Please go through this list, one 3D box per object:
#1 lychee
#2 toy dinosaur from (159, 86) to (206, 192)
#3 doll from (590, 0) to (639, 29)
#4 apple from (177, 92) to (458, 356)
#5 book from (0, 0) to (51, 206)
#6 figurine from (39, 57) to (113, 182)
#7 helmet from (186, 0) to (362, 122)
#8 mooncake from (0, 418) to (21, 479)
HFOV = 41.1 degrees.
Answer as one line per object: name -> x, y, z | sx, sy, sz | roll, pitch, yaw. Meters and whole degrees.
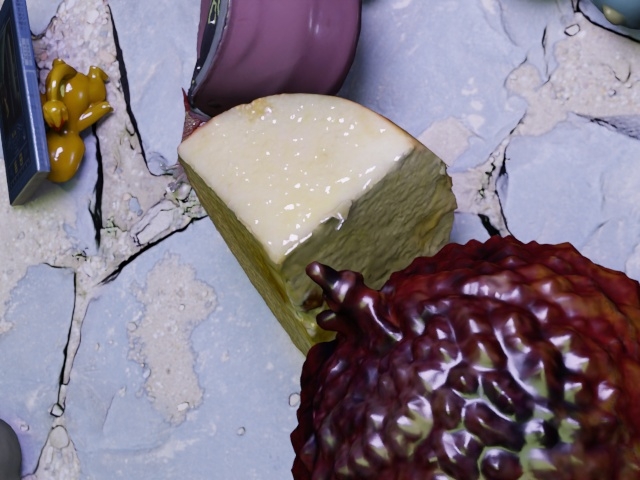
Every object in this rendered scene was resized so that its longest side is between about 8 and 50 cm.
lychee -> 0.165, 0.189, 0.860 | 0.424, 0.424, 0.500 | -35, 105, 14
toy dinosaur -> -0.171, -0.115, 1.189 | 0.108, 0.032, 0.220 | -25, 77, 19
doll -> 0.297, -0.350, 0.969 | 0.260, 0.177, 0.161 | 29, 96, 14
apple -> 0.000, 0.000, 0.996 | 0.314, 0.309, 0.252 | -1, 62, 15
book -> -0.436, -0.201, 1.225 | 0.191, 0.025, 0.269 | -22, 76, 58
figurine -> -0.364, -0.169, 1.208 | 0.121, 0.122, 0.176 | 9, 94, -1
helmet -> -0.055, -0.269, 1.045 | 0.197, 0.338, 0.271 | 6, 97, -9
mooncake -> -0.553, 0.366, 1.240 | 0.275, 0.135, 0.275 | -2, 83, 17
